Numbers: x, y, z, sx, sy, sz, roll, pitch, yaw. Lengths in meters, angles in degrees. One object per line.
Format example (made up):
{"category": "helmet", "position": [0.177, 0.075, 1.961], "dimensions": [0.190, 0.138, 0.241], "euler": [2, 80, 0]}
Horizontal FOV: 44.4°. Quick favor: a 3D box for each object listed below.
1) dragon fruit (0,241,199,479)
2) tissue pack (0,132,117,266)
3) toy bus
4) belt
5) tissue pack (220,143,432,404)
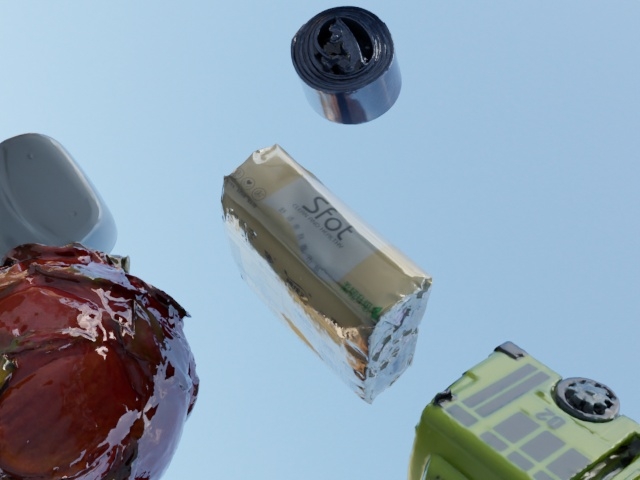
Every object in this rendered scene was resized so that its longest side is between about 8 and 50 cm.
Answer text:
{"category": "dragon fruit", "position": [-0.260, 0.150, 0.772], "dimensions": [0.277, 0.277, 0.342], "euler": [-27, -144, 33]}
{"category": "tissue pack", "position": [-0.479, 0.011, 1.159], "dimensions": [0.229, 0.333, 0.236], "euler": [53, -18, 5]}
{"category": "toy bus", "position": [0.182, 0.194, 0.536], "dimensions": [0.262, 0.150, 0.128], "euler": [32, -49, 42]}
{"category": "belt", "position": [0.034, -0.251, 1.093], "dimensions": [0.141, 0.082, 0.190], "euler": [-20, -128, 2]}
{"category": "tissue pack", "position": [0.000, 0.033, 0.760], "dimensions": [0.222, 0.090, 0.186], "euler": [43, -25, 28]}
